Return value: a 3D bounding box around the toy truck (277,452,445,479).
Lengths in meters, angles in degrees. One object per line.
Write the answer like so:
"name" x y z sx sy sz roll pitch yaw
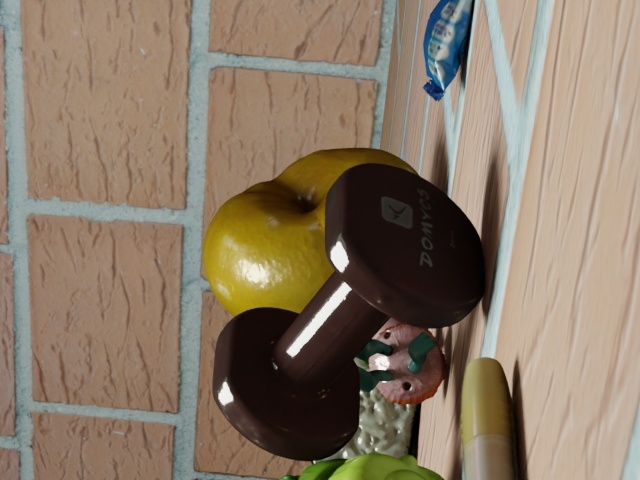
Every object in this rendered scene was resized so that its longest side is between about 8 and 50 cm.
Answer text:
"toy truck" 0.038 0.243 1.091 0.210 0.148 0.187 -54 21 43

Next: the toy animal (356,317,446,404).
"toy animal" 0.074 0.088 1.284 0.103 0.100 0.208 -63 -6 7

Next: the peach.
"peach" 0.000 0.000 1.464 0.251 0.251 0.153 -86 -28 -75

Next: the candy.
"candy" 0.121 -0.202 1.343 0.088 0.038 0.136 -99 23 -76

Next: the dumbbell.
"dumbbell" 0.018 0.058 1.092 0.225 0.124 0.140 -52 25 36

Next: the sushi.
"sushi" 0.044 0.164 1.544 0.127 0.124 0.225 95 174 -71

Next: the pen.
"pen" 0.095 0.153 0.779 0.233 0.032 0.040 -86 -22 -49
